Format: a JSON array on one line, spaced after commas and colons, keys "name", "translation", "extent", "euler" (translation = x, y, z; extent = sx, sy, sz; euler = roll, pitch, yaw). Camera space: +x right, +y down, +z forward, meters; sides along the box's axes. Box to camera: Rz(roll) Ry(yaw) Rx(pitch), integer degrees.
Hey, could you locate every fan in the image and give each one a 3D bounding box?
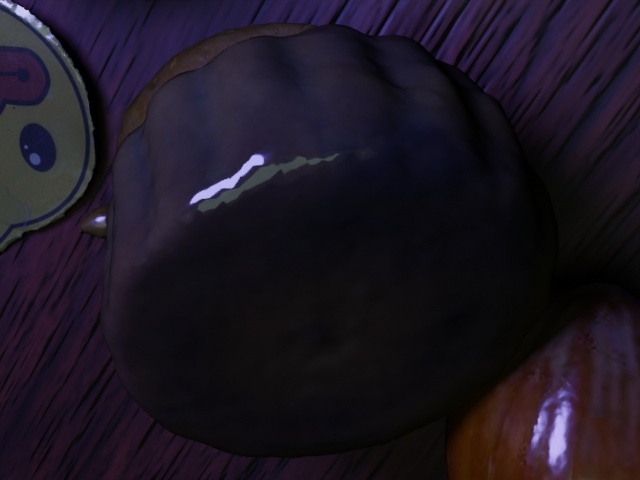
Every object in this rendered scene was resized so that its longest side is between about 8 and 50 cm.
[{"name": "fan", "translation": [-0.290, -0.139, 0.789], "extent": [0.229, 0.011, 0.335], "euler": [2, 114, 12]}]

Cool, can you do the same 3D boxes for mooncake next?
[{"name": "mooncake", "translation": [0.000, 0.000, 0.651], "extent": [0.290, 0.161, 0.290], "euler": [-7, 135, -7]}]

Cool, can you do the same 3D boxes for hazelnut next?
[{"name": "hazelnut", "translation": [0.183, 0.142, 0.698], "extent": [0.210, 0.186, 0.210], "euler": [19, 138, 18]}]

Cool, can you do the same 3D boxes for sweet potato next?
[{"name": "sweet potato", "translation": [-0.072, -0.081, 0.729], "extent": [0.310, 0.098, 0.124], "euler": [-29, 128, 18]}]
